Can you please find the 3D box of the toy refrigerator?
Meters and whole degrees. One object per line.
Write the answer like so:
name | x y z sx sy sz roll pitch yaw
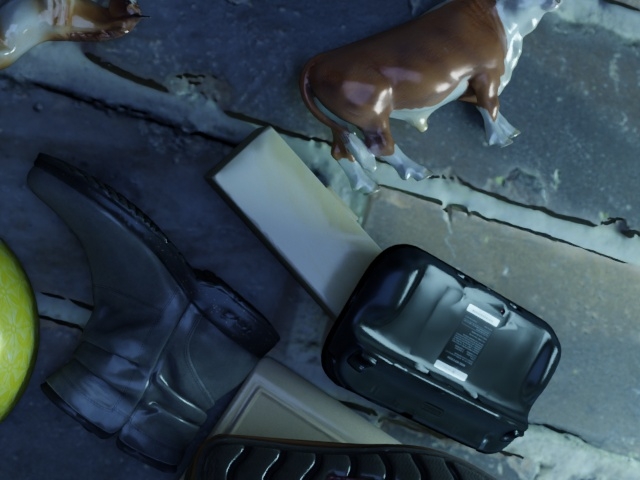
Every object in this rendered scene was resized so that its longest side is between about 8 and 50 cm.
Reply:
toy refrigerator | 0.000 0.000 1.840 0.094 0.102 0.269 -42 98 -6

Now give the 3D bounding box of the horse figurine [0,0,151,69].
horse figurine | -0.336 -0.250 1.793 0.263 0.066 0.174 -28 91 -9

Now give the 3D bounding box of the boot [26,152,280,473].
boot | -0.229 0.083 1.802 0.338 0.118 0.223 41 90 -6

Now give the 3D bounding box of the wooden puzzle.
wooden puzzle | -0.040 0.282 1.879 0.221 0.044 0.239 34 82 -9

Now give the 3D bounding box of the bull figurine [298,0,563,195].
bull figurine | 0.132 -0.179 1.854 0.310 0.101 0.188 -22 97 -8

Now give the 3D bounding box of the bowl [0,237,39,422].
bowl | -0.437 0.103 1.746 0.289 0.156 0.290 -1 93 -9

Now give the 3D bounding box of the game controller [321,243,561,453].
game controller | 0.138 0.122 1.820 0.319 0.067 0.166 29 84 -42

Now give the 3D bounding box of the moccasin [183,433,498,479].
moccasin | 0.040 0.294 1.811 0.380 0.147 0.139 4 71 -8
